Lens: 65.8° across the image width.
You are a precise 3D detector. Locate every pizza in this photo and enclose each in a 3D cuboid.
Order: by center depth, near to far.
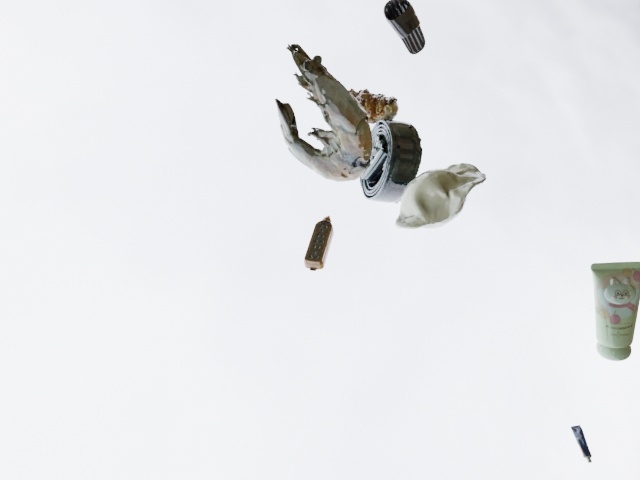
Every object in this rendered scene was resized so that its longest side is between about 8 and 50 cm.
[{"bbox_3d":[0.137,-0.420,1.513,0.161,0.305,0.085,-14,-61,-23],"label":"pizza"}]

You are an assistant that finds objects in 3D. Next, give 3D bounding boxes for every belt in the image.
[{"bbox_3d":[0.183,-0.210,1.383,0.116,0.267,0.206,2,-127,-16],"label":"belt"}]

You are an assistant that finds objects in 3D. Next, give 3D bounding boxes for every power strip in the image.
[{"bbox_3d":[0.000,0.000,1.214,0.049,0.028,0.178,5,-134,13],"label":"power strip"}]

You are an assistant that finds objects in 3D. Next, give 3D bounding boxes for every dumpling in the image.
[{"bbox_3d":[0.208,-0.073,0.825,0.169,0.134,0.099,-17,-84,-35],"label":"dumpling"}]

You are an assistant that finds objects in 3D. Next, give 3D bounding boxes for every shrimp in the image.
[{"bbox_3d":[-0.007,-0.295,1.191,0.360,0.247,0.085,62,-141,-25],"label":"shrimp"}]

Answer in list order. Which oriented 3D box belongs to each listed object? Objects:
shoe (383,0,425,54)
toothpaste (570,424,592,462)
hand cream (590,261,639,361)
[{"bbox_3d":[0.201,-0.475,1.114,0.159,0.062,0.053,37,-156,-49],"label":"shoe"},{"bbox_3d":[0.611,0.474,1.155,0.019,0.027,0.083,11,-127,-29],"label":"toothpaste"},{"bbox_3d":[0.870,0.206,1.456,0.093,0.147,0.305,-52,-43,-68],"label":"hand cream"}]
